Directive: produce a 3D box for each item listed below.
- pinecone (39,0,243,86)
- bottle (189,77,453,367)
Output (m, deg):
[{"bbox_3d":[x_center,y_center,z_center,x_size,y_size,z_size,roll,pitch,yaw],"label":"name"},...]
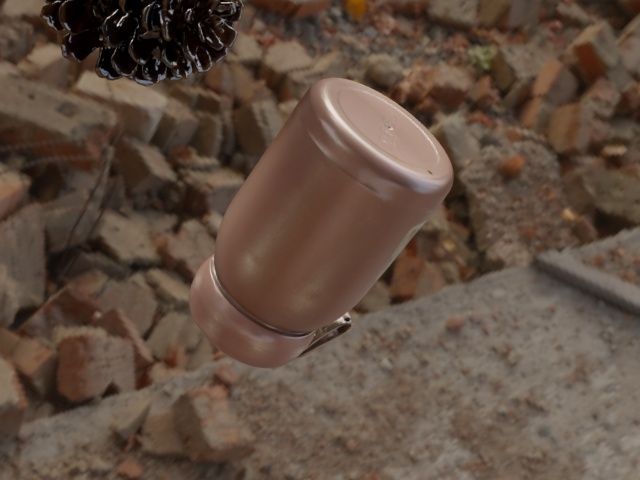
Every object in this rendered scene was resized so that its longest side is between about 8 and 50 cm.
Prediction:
[{"bbox_3d":[-0.234,-0.321,1.664,0.246,0.246,0.292,-20,32,-38],"label":"pinecone"},{"bbox_3d":[0.000,0.000,1.272,0.206,0.296,0.173,13,33,-40],"label":"bottle"}]
